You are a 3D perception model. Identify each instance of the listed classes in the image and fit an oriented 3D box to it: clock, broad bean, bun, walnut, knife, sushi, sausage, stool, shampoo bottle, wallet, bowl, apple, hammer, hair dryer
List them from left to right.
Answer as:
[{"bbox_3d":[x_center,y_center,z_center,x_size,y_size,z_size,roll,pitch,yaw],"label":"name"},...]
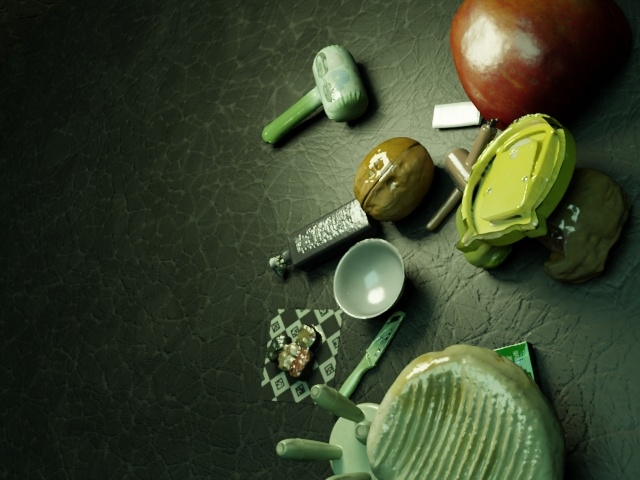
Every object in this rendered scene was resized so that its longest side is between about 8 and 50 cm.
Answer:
[{"bbox_3d":[-0.062,0.273,1.884,0.220,0.047,0.231,-4,71,36],"label":"sushi"},{"bbox_3d":[-0.028,-0.354,2.072,0.335,0.119,0.206,-34,55,30],"label":"hammer"},{"bbox_3d":[0.000,-0.001,1.928,0.309,0.071,0.098,-28,59,26],"label":"shampoo bottle"},{"bbox_3d":[0.056,0.430,1.640,0.195,0.199,0.195,34,93,38],"label":"stool"},{"bbox_3d":[0.107,0.280,1.774,0.043,0.020,0.293,36,95,42],"label":"knife"},{"bbox_3d":[0.128,0.098,1.786,0.189,0.086,0.189,-15,63,31],"label":"bowl"},{"bbox_3d":[0.169,-0.141,1.801,0.207,0.167,0.167,-50,51,10],"label":"walnut"},{"bbox_3d":[0.282,-0.069,1.774,0.116,0.026,0.026,-51,51,10],"label":"sausage"},{"bbox_3d":[0.324,-0.295,1.830,0.122,0.025,0.061,1,71,37],"label":"wallet"},{"bbox_3d":[0.282,0.376,1.459,0.365,0.219,0.365,-1,88,25],"label":"bun"},{"bbox_3d":[0.345,-0.197,1.707,0.117,0.064,0.181,60,144,37],"label":"hair dryer"},{"bbox_3d":[0.351,-0.020,1.666,0.124,0.082,0.174,-21,62,32],"label":"broad bean"},{"bbox_3d":[0.396,-0.110,1.550,0.277,0.071,0.293,-9,58,61],"label":"clock"},{"bbox_3d":[0.458,-0.423,1.687,0.329,0.295,0.365,-25,64,-18],"label":"apple"},{"bbox_3d":[0.501,-0.050,1.532,0.204,0.141,0.238,-26,62,21],"label":"walnut"}]

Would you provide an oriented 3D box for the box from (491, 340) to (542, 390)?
[{"bbox_3d":[0.330,0.297,1.589,0.235,0.034,0.132,-20,63,30],"label":"box"}]
